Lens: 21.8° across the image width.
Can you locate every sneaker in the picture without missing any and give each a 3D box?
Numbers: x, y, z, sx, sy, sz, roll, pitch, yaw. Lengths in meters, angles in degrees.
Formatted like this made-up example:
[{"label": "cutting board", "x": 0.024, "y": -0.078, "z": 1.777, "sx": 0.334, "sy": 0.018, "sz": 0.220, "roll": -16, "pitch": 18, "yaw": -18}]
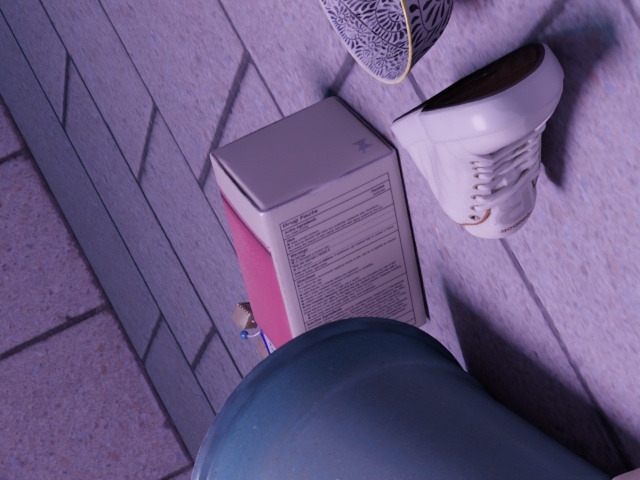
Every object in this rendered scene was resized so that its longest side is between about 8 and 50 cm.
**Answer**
[{"label": "sneaker", "x": 0.135, "y": -0.067, "z": 1.223, "sx": 0.123, "sy": 0.106, "sz": 0.290, "roll": 60, "pitch": 175, "yaw": -2}]

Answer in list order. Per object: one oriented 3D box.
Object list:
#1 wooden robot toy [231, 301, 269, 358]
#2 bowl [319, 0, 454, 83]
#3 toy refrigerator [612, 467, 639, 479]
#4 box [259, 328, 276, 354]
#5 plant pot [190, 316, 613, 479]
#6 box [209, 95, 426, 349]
[{"label": "wooden robot toy", "x": -0.049, "y": 0.118, "z": 2.211, "sx": 0.173, "sy": 0.076, "sz": 0.079, "roll": 46, "pitch": 122, "yaw": 48}, {"label": "bowl", "x": 0.055, "y": -0.212, "z": 1.262, "sx": 0.170, "sy": 0.080, "sz": 0.170, "roll": 55, "pitch": 162, "yaw": 28}, {"label": "toy refrigerator", "x": 0.307, "y": 0.294, "z": 1.216, "sx": 0.102, "sy": 0.094, "sz": 0.269, "roll": -88, "pitch": -23, "yaw": -74}, {"label": "box", "x": 0.017, "y": 0.111, "z": 1.824, "sx": 0.072, "sy": 0.126, "sz": 0.137, "roll": 66, "pitch": 164, "yaw": -15}, {"label": "plant pot", "x": 0.106, "y": 0.274, "z": 1.485, "sx": 0.334, "sy": 0.341, "sz": 0.341, "roll": 23, "pitch": 138, "yaw": 55}, {"label": "box", "x": 0.000, "y": 0.000, "z": 1.656, "sx": 0.127, "sy": 0.149, "sz": 0.232, "roll": 48, "pitch": 157, "yaw": 47}]
